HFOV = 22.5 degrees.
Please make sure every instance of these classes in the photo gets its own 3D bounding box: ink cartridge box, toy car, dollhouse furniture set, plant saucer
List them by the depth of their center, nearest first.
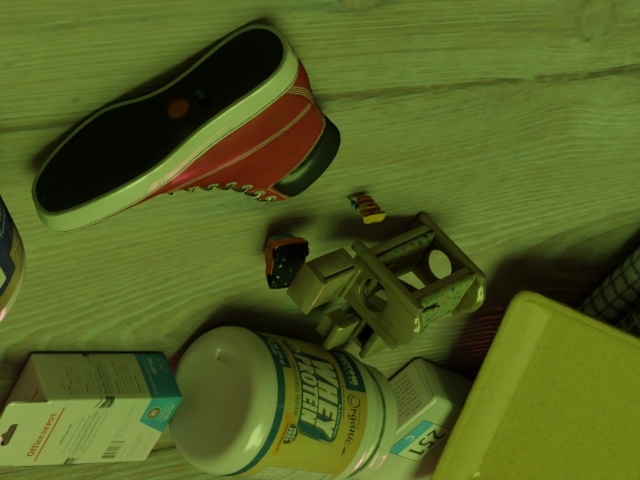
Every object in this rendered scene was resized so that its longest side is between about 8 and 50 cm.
[{"bbox_3d":[0.000,0.000,1.496,0.122,0.040,0.060,-22,138,-10],"label":"toy car"},{"bbox_3d":[0.043,0.084,1.521,0.182,0.101,0.161,-22,152,-46],"label":"dollhouse furniture set"},{"bbox_3d":[-0.236,0.160,1.534,0.180,0.060,0.104,3,136,-34],"label":"ink cartridge box"},{"bbox_3d":[0.312,0.227,1.727,0.332,0.081,0.333,24,122,6],"label":"plant saucer"},{"bbox_3d":[0.094,0.275,1.876,0.296,0.066,0.261,-42,141,21],"label":"ink cartridge box"}]

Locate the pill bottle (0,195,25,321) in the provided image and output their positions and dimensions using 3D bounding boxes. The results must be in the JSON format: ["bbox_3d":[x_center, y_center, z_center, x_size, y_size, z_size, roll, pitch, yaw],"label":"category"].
[{"bbox_3d":[-0.318,-0.039,1.153,0.153,0.153,0.265,-22,145,-6],"label":"pill bottle"}]

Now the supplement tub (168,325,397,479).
[{"bbox_3d":[-0.035,0.168,1.594,0.199,0.144,0.144,15,128,-43],"label":"supplement tub"}]

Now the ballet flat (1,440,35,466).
[{"bbox_3d":[-0.267,0.205,1.600,0.114,0.041,0.041,3,136,-33],"label":"ballet flat"}]

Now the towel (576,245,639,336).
[{"bbox_3d":[0.419,0.104,1.812,0.283,0.121,0.235,8,133,-38],"label":"towel"}]

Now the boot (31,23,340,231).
[{"bbox_3d":[-0.103,-0.053,1.330,0.244,0.088,0.176,-31,146,1],"label":"boot"}]
